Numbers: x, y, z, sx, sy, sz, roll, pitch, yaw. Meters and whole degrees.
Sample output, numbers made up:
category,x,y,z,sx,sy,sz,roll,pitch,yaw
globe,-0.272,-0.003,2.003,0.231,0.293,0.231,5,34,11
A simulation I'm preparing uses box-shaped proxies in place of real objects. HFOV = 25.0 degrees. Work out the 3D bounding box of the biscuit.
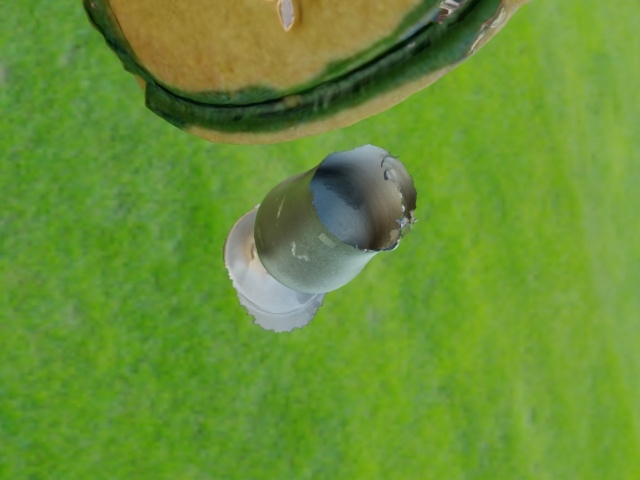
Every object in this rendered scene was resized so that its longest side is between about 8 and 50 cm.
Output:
category,x,y,z,sx,sy,sz,roll,pitch,yaw
biscuit,-0.013,-0.206,0.769,0.057,0.343,0.287,-32,97,-55

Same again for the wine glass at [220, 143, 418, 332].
category,x,y,z,sx,sy,sz,roll,pitch,yaw
wine glass,0.000,0.000,0.422,0.039,0.083,0.042,16,72,-18
